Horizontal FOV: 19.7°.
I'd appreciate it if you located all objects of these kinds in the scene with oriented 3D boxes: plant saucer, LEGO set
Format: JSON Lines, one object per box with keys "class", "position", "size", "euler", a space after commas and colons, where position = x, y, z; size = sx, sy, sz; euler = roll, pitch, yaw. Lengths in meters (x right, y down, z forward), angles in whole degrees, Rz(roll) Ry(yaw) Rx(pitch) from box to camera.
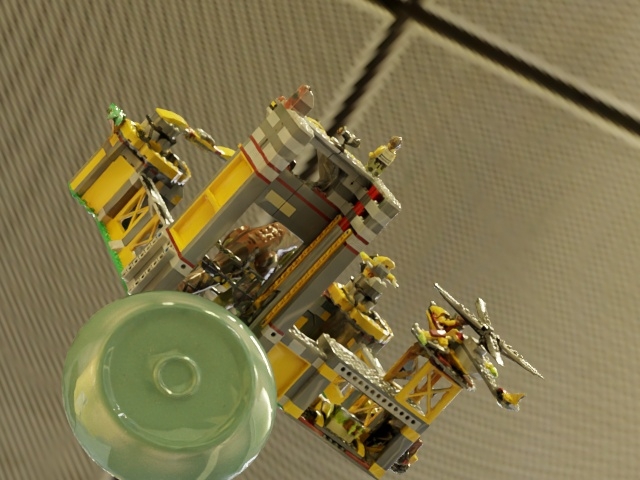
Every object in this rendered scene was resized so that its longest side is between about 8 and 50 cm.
{"class": "plant saucer", "position": [-0.079, 0.077, 0.995], "size": [0.119, 0.119, 0.021], "euler": [-7, -24, -20]}
{"class": "LEGO set", "position": [0.000, 0.000, 1.298], "size": [0.331, 0.255, 0.192], "euler": [40, -82, -20]}
